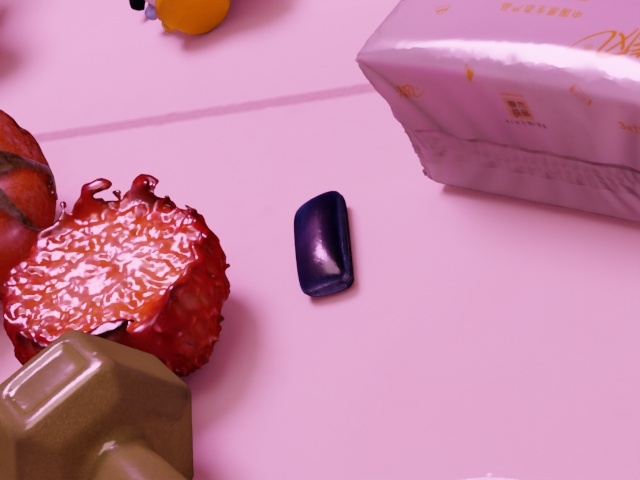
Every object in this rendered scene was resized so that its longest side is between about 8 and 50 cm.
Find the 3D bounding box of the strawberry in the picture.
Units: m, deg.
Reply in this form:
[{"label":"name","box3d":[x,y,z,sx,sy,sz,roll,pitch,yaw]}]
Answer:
[{"label":"strawberry","box3d":[-0.119,0.037,1.178,0.145,0.086,0.145,-19,40,17]}]

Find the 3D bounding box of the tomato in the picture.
[{"label":"tomato","box3d":[-0.268,-0.024,1.308,0.167,0.167,0.167,-19,38,16]}]

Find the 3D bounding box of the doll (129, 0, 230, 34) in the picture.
[{"label":"doll","box3d":[-0.112,-0.290,1.513,0.177,0.141,0.314,-47,41,31]}]

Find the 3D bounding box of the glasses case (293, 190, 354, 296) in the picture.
[{"label":"glasses case","box3d":[0.000,0.000,1.190,0.033,0.023,0.083,-20,38,13]}]

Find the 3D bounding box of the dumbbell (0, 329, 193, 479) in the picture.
[{"label":"dumbbell","box3d":[-0.069,0.150,0.994,0.121,0.108,0.302,-40,38,-13]}]

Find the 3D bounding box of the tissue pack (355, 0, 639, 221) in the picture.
[{"label":"tissue pack","box3d":[0.170,-0.116,1.122,0.225,0.124,0.185,13,57,44]}]
